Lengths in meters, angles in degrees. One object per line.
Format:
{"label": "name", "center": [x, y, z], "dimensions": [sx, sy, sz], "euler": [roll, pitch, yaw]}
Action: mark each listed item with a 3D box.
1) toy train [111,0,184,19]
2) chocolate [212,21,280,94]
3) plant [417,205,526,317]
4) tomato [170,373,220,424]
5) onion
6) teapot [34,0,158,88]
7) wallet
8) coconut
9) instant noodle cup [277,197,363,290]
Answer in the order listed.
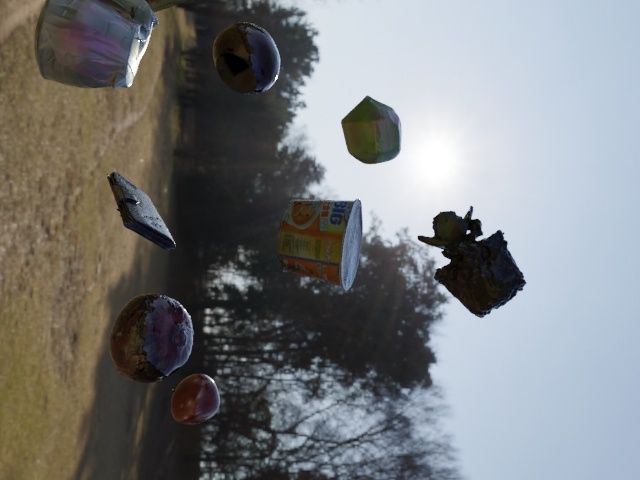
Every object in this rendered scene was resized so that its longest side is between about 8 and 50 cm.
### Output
{"label": "toy train", "center": [-0.483, -0.711, 1.917], "dimensions": [0.407, 0.086, 0.088], "euler": [7, -55, 46]}
{"label": "chocolate", "center": [-0.167, -0.434, 1.540], "dimensions": [0.177, 0.176, 0.177], "euler": [-176, -90, -80]}
{"label": "plant", "center": [0.282, 0.037, 1.221], "dimensions": [0.203, 0.142, 0.131], "euler": [49, -18, 21]}
{"label": "tomato", "center": [-0.399, 0.515, 2.127], "dimensions": [0.167, 0.167, 0.167], "euler": [-176, -90, -80]}
{"label": "onion", "center": [-0.442, 0.259, 1.751], "dimensions": [0.246, 0.190, 0.246], "euler": [-7, 98, -63]}
{"label": "teapot", "center": [-0.408, -0.369, 1.214], "dimensions": [0.221, 0.178, 0.163], "euler": [-89, -163, -53]}
{"label": "wallet", "center": [-0.376, -0.066, 1.366], "dimensions": [0.031, 0.122, 0.232], "euler": [-46, -140, 6]}
{"label": "coconut", "center": [0.177, -0.383, 2.260], "dimensions": [0.236, 0.204, 0.236], "euler": [-8, 90, -83]}
{"label": "instant noodle cup", "center": [0.000, 0.000, 2.050], "dimensions": [0.296, 0.214, 0.296], "euler": [8, 90, -76]}
